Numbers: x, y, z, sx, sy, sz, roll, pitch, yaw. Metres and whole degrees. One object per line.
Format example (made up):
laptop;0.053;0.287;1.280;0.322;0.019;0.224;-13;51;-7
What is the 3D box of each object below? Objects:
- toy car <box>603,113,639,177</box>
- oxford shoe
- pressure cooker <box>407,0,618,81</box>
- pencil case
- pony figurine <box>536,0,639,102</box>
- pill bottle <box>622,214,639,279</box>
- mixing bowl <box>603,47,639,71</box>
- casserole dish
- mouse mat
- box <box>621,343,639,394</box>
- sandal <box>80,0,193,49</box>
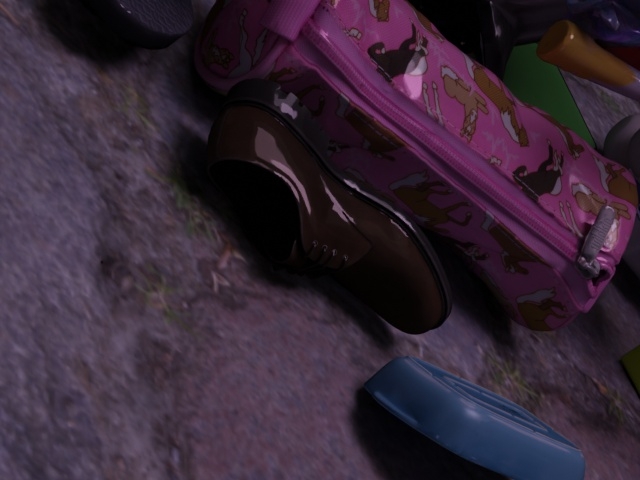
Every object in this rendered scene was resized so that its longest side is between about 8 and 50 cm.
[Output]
toy car;0.394;-0.081;1.921;0.159;0.136;0.182;46;-4;-11
oxford shoe;0.000;0.000;1.283;0.227;0.083;0.096;42;46;-19
pressure cooker;0.196;-0.355;1.687;0.370;0.420;0.375;-86;166;-63
pencil case;0.079;-0.085;1.414;0.386;0.167;0.160;36;55;-29
pony figurine;0.363;-0.095;1.513;0.363;0.303;0.351;31;-3;-21
pill bottle;0.425;0.072;1.781;0.283;0.161;0.161;49;25;-7
mixing bowl;0.385;-0.264;2.224;0.181;0.098;0.181;40;28;-26
casserole dish;0.112;0.127;1.275;0.188;0.037;0.114;27;5;-42
mouse mat;0.212;-0.174;1.926;0.190;0.007;0.152;21;39;-46
box;0.347;0.172;1.657;0.109;0.042;0.178;8;50;-54
sandal;-0.138;-0.194;1.326;0.097;0.054;0.254;50;15;-21
